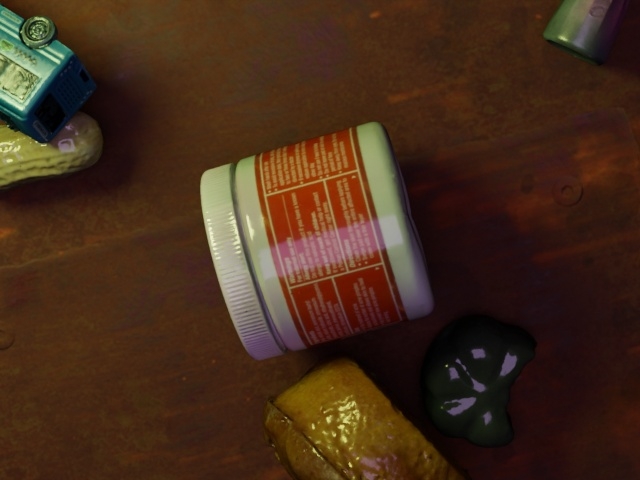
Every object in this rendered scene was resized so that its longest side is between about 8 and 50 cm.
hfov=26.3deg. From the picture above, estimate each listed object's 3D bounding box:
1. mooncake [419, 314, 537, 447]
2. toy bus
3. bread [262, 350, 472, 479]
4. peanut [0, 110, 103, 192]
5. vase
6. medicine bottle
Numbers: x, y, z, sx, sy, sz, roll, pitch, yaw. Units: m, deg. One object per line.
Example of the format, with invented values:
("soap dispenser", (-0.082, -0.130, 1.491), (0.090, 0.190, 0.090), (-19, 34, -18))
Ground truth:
("mooncake", (0.216, 0.190, 1.817), (0.168, 0.104, 0.175), (-19, 103, -1))
("toy bus", (-0.409, -0.232, 1.699), (0.246, 0.113, 0.134), (31, 79, 15))
("bread", (0.059, 0.277, 1.740), (0.312, 0.312, 0.172), (44, 87, -7))
("peanut", (-0.381, -0.117, 1.771), (0.214, 0.098, 0.090), (-13, 127, 9))
("vase", (0.364, -0.332, 1.721), (0.086, 0.086, 0.214), (26, 96, -4))
("medicine bottle", (0.000, 0.000, 1.706), (0.241, 0.252, 0.252), (-15, 101, 4))
